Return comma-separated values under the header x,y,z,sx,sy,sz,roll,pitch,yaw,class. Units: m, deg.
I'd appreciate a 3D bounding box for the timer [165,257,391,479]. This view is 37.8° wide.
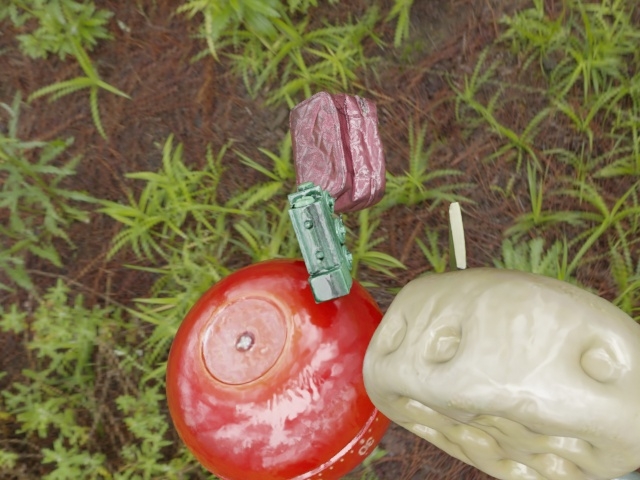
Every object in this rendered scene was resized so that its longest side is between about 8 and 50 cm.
x,y,z,sx,sy,sz,roll,pitch,yaw,class
-0.062,0.210,1.491,0.378,0.279,0.378,-12,55,17,timer

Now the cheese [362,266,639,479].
x,y,z,sx,sy,sz,roll,pitch,yaw,class
0.151,0.111,0.723,0.235,0.218,0.117,9,62,34,cheese

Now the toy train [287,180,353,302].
x,y,z,sx,sy,sz,roll,pitch,yaw,class
0.000,0.000,1.367,0.071,0.111,0.170,-16,102,11,toy train

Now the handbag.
x,y,z,sx,sy,sz,roll,pitch,yaw,class
0.034,-0.162,1.743,0.146,0.135,0.225,-25,68,48,handbag

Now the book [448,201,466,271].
x,y,z,sx,sy,sz,roll,pitch,yaw,class
0.241,0.068,1.624,0.024,0.228,0.160,-4,44,5,book

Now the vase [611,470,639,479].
x,y,z,sx,sy,sz,roll,pitch,yaw,class
0.341,0.319,1.263,0.214,0.086,0.086,23,91,22,vase
